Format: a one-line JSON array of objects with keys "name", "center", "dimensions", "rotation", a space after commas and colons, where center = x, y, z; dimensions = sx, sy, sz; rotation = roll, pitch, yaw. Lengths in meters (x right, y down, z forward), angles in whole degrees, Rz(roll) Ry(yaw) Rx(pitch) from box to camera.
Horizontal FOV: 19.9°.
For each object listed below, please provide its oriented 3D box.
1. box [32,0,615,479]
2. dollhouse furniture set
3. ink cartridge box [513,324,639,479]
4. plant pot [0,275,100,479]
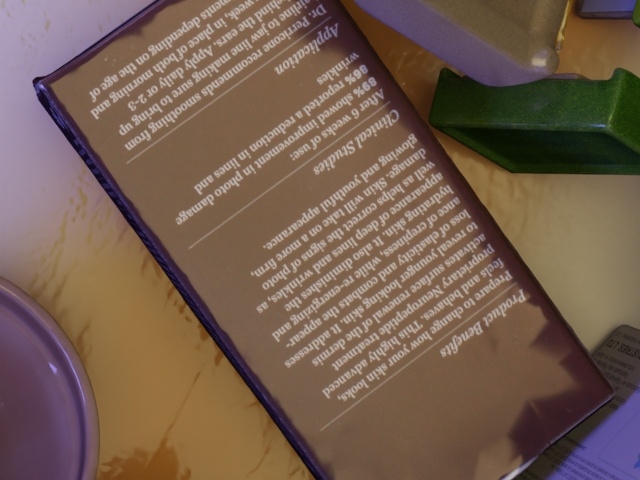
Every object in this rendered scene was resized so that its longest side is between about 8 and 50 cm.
[{"name": "box", "center": [0.000, 0.000, 1.195], "dimensions": [0.191, 0.143, 0.381], "rotation": [-36, 96, -6]}, {"name": "dollhouse furniture set", "center": [0.112, -0.183, 1.140], "dimensions": [0.301, 0.151, 0.198], "rotation": [27, 76, -41]}, {"name": "ink cartridge box", "center": [0.148, 0.253, 1.160], "dimensions": [0.395, 0.270, 0.151], "rotation": [-44, 101, -5]}, {"name": "plant pot", "center": [-0.260, 0.135, 1.138], "dimensions": [0.237, 0.110, 0.237], "rotation": [3, 73, -11]}]
